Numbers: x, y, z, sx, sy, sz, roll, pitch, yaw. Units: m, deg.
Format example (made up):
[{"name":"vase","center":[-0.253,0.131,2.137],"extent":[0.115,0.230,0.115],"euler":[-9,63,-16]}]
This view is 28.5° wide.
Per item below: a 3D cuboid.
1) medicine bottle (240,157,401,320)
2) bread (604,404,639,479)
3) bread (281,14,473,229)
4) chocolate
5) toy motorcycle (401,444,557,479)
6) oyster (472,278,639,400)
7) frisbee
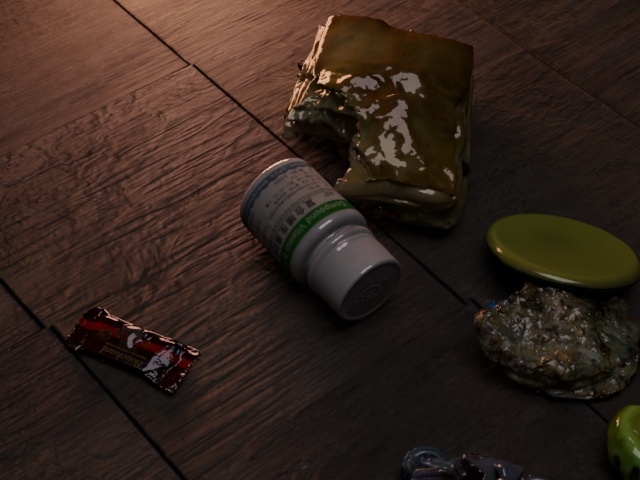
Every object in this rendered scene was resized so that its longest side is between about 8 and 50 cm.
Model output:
[{"name":"medicine bottle","center":[0.000,0.000,1.820],"extent":[0.139,0.139,0.237],"euler":[-27,57,-25]},{"name":"bread","center":[0.441,0.276,1.647],"extent":[0.139,0.071,0.130],"euler":[-3,44,-15]},{"name":"bread","center":[0.094,-0.206,1.978],"extent":[0.314,0.191,0.370],"euler":[11,50,5]},{"name":"chocolate","center":[-0.261,0.147,1.739],"extent":[0.183,0.028,0.086],"euler":[24,53,15]},{"name":"toy motorcycle","center":[0.195,0.327,1.581],"extent":[0.213,0.082,0.122],"euler":[12,37,18]},{"name":"oyster","center":[0.335,0.126,1.767],"extent":[0.260,0.092,0.198],"euler":[3,52,-5]},{"name":"frisbee","center":[0.359,0.013,1.857],"extent":[0.236,0.017,0.236],"euler":[8,26,-4]}]
